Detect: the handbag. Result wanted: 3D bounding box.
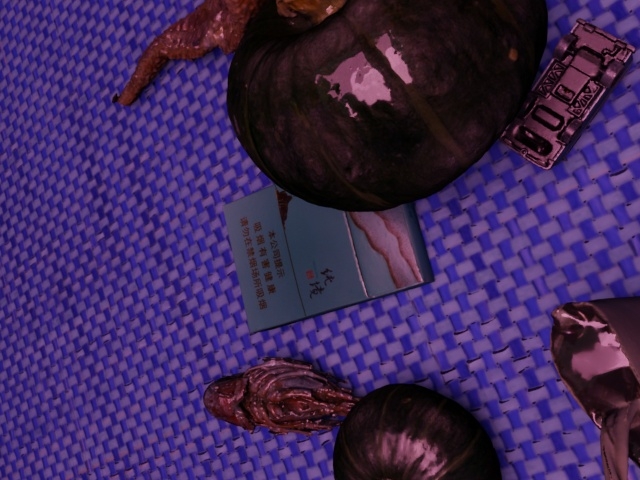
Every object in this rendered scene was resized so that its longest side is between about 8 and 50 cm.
[{"bbox_3d":[0.254,0.135,0.450,0.109,0.315,0.241,-40,70,22],"label":"handbag"}]

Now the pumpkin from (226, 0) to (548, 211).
[{"bbox_3d":[0.051,-0.170,0.615,0.300,0.207,0.300,-31,32,22],"label":"pumpkin"}]

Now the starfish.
[{"bbox_3d":[-0.118,-0.324,0.777,0.398,0.132,0.384,28,102,67],"label":"starfish"}]

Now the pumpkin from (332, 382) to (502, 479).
[{"bbox_3d":[0.092,0.220,0.657,0.167,0.125,0.167,2,96,22],"label":"pumpkin"}]

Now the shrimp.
[{"bbox_3d":[-0.029,0.174,0.763,0.233,0.079,0.090,-4,92,26],"label":"shrimp"}]

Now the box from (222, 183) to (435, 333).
[{"bbox_3d":[0.000,0.000,0.767,0.229,0.041,0.162,-19,79,29],"label":"box"}]

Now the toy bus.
[{"bbox_3d":[0.223,-0.126,0.614,0.060,0.075,0.123,39,109,21],"label":"toy bus"}]
